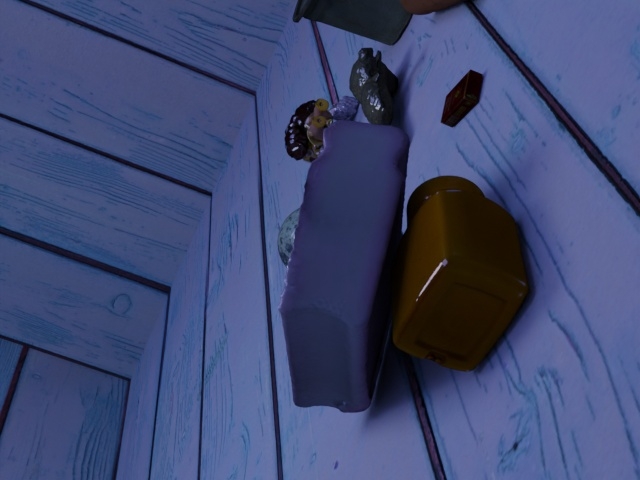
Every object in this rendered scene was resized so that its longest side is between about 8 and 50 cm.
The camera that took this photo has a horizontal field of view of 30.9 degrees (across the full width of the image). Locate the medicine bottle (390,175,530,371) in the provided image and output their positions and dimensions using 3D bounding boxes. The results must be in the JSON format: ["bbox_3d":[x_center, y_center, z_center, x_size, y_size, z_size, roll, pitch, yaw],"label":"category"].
[{"bbox_3d":[0.155,0.025,1.351,0.222,0.112,0.149,-88,22,-54],"label":"medicine bottle"}]

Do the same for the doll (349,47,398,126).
[{"bbox_3d":[0.103,-0.242,2.034,0.286,0.091,0.203,-86,-15,-82],"label":"doll"}]

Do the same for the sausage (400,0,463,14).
[{"bbox_3d":[0.202,-0.427,1.920,0.289,0.086,0.086,-164,94,-78],"label":"sausage"}]

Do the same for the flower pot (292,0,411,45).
[{"bbox_3d":[0.076,-0.490,2.258,0.212,0.202,0.212,-161,90,-77],"label":"flower pot"}]

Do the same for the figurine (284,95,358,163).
[{"bbox_3d":[-0.007,-0.226,2.382,0.240,0.115,0.175,156,133,-71],"label":"figurine"}]

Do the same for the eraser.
[{"bbox_3d":[0.037,0.052,1.512,0.359,0.122,0.272,85,-164,-62],"label":"eraser"}]

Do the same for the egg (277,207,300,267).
[{"bbox_3d":[0.000,0.000,1.975,0.172,0.132,0.132,-25,44,55],"label":"egg"}]

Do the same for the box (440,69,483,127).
[{"bbox_3d":[0.206,-0.208,1.696,0.082,0.023,0.051,133,153,-59],"label":"box"}]
